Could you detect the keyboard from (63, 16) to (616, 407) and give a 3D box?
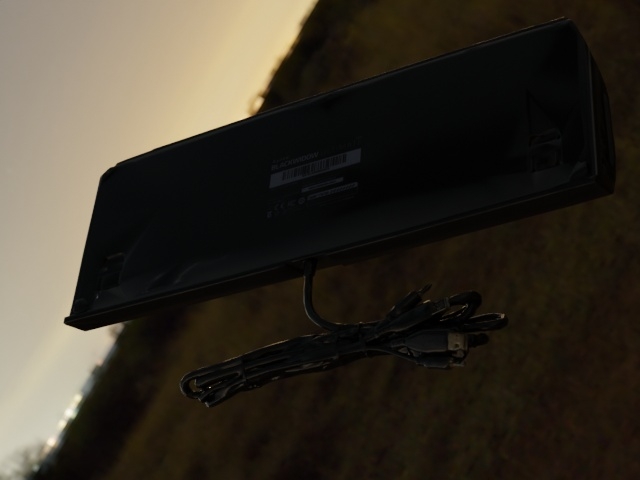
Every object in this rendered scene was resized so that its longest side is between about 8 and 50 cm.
[{"bbox_3d":[0.000,0.000,0.694,0.317,0.033,0.201,-15,48,26],"label":"keyboard"}]
